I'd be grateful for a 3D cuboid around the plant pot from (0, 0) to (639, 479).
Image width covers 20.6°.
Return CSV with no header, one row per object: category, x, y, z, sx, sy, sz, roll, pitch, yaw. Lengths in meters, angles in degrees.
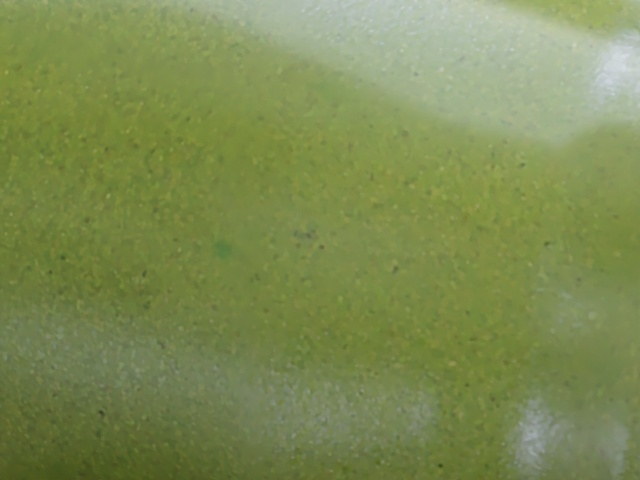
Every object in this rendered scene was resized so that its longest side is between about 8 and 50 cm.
plant pot,0.000,0.000,0.579,0.353,0.366,0.366,11,-9,30
